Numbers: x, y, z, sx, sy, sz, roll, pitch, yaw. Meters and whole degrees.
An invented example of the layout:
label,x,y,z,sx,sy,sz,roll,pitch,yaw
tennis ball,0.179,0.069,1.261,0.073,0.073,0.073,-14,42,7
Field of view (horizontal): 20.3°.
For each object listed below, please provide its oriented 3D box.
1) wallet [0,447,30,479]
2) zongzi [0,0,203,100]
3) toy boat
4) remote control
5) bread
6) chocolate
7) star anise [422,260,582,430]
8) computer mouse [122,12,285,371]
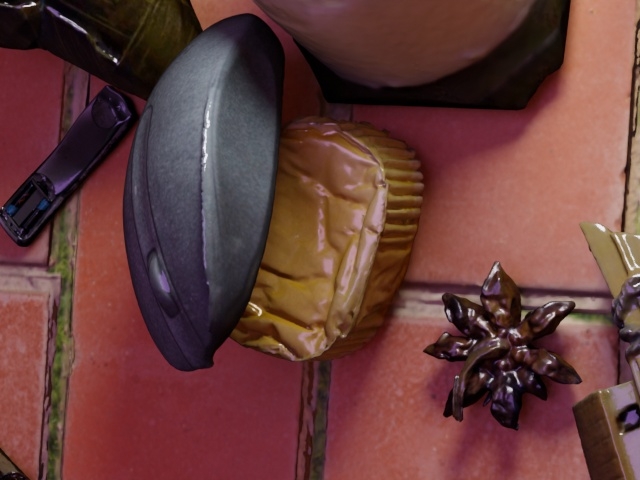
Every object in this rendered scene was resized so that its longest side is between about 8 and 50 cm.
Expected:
label,x,y,z,sx,sy,sz,roll,pitch,yaw
wallet,-0.393,0.282,2.011,0.232,0.031,0.122,41,107,26
zongzi,-0.191,-0.350,1.909,0.432,0.208,0.403,24,77,-1
toy boat,0.317,0.190,1.587,0.162,0.136,0.445,-19,73,22
remote control,-0.282,-0.082,1.982,0.212,0.028,0.059,-48,65,17
bread,0.000,0.000,1.762,0.179,0.133,0.250,22,102,28
chocolate,0.045,-0.300,1.677,0.314,0.297,0.326,7,90,34
star anise,0.174,0.103,1.706,0.168,0.057,0.168,-5,76,22
computer mouse,-0.123,-0.058,1.703,0.203,0.114,0.374,-40,37,49
